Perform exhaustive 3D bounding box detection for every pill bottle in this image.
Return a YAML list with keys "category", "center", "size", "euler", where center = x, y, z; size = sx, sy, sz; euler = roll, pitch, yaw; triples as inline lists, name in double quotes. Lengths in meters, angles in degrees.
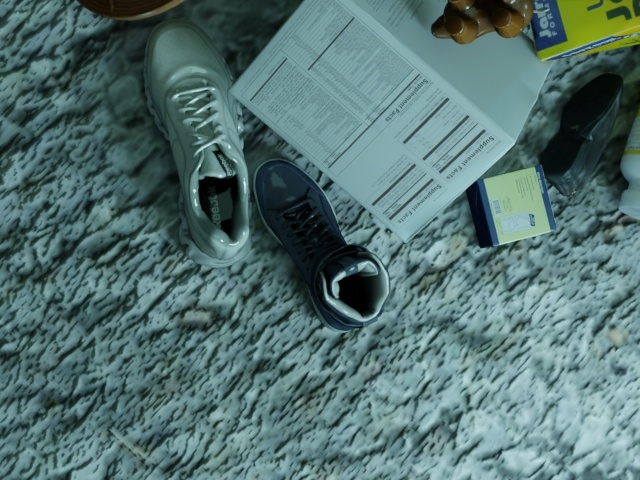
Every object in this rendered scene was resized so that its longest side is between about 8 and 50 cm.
- category: "pill bottle"
  center: [0.428, -0.115, 1.601]
  size: [0.103, 0.103, 0.184]
  euler: [20, 84, -9]

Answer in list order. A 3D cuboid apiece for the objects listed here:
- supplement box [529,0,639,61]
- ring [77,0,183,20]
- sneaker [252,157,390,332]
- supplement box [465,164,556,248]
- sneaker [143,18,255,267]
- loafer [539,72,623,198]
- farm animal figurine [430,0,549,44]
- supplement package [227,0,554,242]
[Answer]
- category: "supplement box"
  center: [0.404, -0.339, 1.489]
  size: [0.356, 0.195, 0.194]
  euler: [-16, 91, -40]
- category: "ring"
  center: [-0.176, -0.399, 1.414]
  size: [0.032, 0.336, 0.336]
  euler: [22, 82, -48]
- category: "sneaker"
  center: [0.002, 0.000, 1.487]
  size: [0.086, 0.163, 0.226]
  euler: [-30, 92, -9]
- category: "supplement box"
  center: [0.230, -0.040, 1.584]
  size: [0.083, 0.056, 0.083]
  euler: [-14, 90, -11]
- category: "sneaker"
  center: [-0.131, -0.116, 1.491]
  size: [0.110, 0.118, 0.292]
  euler: [-14, 89, -9]
- category: "loafer"
  center: [0.328, -0.130, 1.615]
  size: [0.170, 0.062, 0.061]
  euler: [-56, 136, -15]
- category: "farm animal figurine"
  center: [0.165, -0.366, 1.328]
  size: [0.327, 0.172, 0.330]
  euler: [-34, 80, 18]
- category: "supplement package"
  center: [0.081, -0.183, 1.454]
  size: [0.263, 0.198, 0.199]
  euler: [40, 40, -7]
